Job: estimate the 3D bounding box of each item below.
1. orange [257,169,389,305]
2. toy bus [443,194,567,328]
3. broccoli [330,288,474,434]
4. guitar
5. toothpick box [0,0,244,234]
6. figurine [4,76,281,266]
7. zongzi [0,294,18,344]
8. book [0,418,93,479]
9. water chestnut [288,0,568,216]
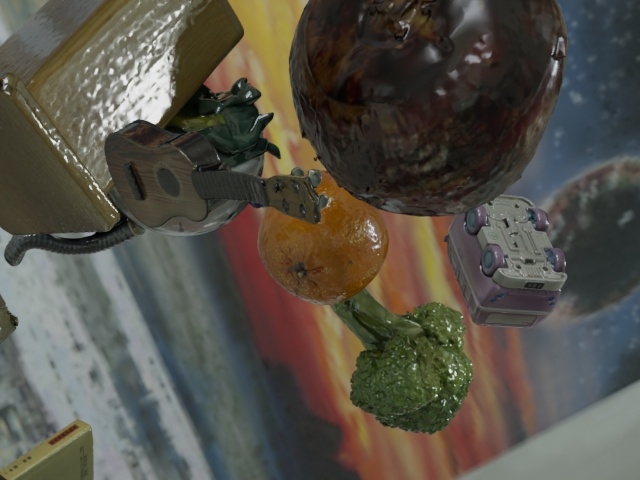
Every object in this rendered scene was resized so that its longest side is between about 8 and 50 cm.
[{"bbox_3d":[0.000,0.000,1.884,0.193,0.161,0.193,25,-38,22],"label":"orange"},{"bbox_3d":[0.290,0.030,2.173,0.202,0.142,0.142,-106,-153,-43],"label":"toy bus"},{"bbox_3d":[0.133,0.139,2.028,0.254,0.186,0.302,22,43,-42],"label":"broccoli"},{"bbox_3d":[-0.074,-0.045,1.004,0.271,0.038,0.083,8,-53,52],"label":"guitar"},{"bbox_3d":[-0.240,-0.174,1.431,0.187,0.308,0.190,-3,-49,43],"label":"toothpick box"},{"bbox_3d":[-0.213,-0.093,1.619,0.382,0.261,0.186,-5,-59,42],"label":"figurine"},{"bbox_3d":[-0.492,0.056,1.777,0.189,0.081,0.178,55,6,13],"label":"zongzi"},{"bbox_3d":[-0.315,0.296,1.358,0.026,0.231,0.161,24,-54,28],"label":"book"},{"bbox_3d":[0.141,-0.181,1.570,0.302,0.350,0.350,28,23,-51],"label":"water chestnut"}]
